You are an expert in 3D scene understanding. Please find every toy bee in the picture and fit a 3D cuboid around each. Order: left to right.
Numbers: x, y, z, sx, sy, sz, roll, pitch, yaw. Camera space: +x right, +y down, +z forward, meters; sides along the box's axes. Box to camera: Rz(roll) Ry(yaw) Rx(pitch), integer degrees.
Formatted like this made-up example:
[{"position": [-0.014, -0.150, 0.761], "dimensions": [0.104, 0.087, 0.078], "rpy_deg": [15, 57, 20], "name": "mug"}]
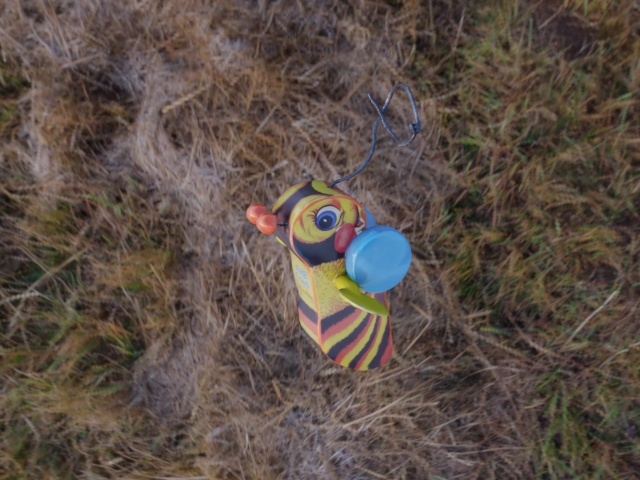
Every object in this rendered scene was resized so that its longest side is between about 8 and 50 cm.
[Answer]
[{"position": [0.000, 0.000, 0.860], "dimensions": [0.162, 0.195, 0.298], "rpy_deg": [-8, 93, -24], "name": "toy bee"}]
